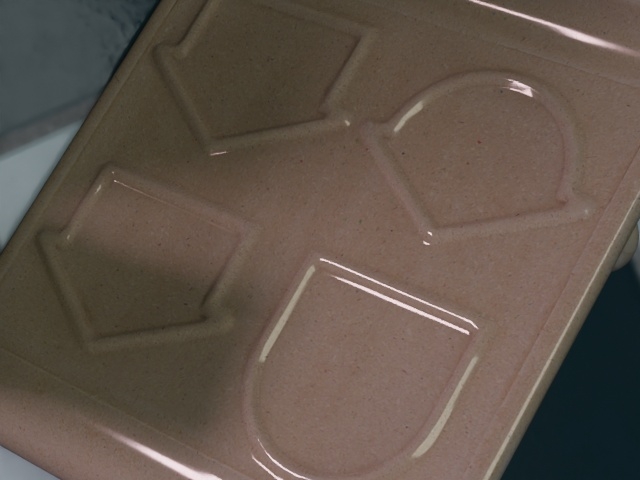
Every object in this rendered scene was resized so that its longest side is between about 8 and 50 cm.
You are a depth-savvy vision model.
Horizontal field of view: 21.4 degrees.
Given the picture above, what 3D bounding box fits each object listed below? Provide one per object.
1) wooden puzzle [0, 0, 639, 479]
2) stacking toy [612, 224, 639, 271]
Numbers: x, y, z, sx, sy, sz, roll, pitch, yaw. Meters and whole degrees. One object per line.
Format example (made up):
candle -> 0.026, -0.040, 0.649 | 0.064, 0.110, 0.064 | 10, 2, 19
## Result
wooden puzzle -> 0.000, 0.000, 0.892 | 0.348, 0.322, 0.080 | -62, 148, -8
stacking toy -> 0.028, 0.075, 0.961 | 0.141, 0.141, 0.330 | 44, 82, -13
